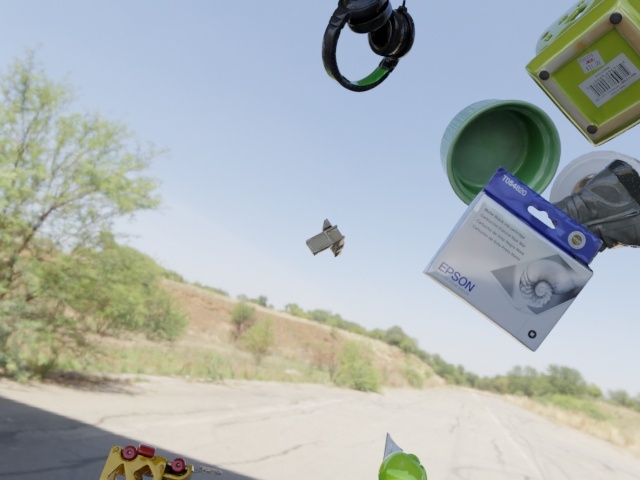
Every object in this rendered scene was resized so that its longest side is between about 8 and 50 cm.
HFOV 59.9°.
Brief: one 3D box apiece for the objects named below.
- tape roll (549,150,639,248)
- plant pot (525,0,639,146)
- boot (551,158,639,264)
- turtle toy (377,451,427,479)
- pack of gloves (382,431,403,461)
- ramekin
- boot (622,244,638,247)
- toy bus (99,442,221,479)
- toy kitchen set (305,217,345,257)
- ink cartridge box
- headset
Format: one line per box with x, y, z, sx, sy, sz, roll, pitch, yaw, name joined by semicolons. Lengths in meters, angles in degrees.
0.826;-0.118;1.623;0.100;0.286;0.286;8;-6;-39;tape roll
0.504;-0.308;0.938;0.227;0.207;0.228;47;-40;-4;plant pot
0.515;-0.005;0.963;0.246;0.161;0.083;50;11;-3;boot
0.056;0.245;0.467;0.066;0.130;0.095;15;-5;-42;turtle toy
0.241;0.685;1.562;0.046;0.232;0.195;-31;-77;27;pack of gloves
0.474;-0.239;1.511;0.303;0.303;0.148;15;20;-10;ramekin
0.849;-0.023;1.389;0.197;0.073;0.152;21;-28;21;boot
-0.338;0.484;1.108;0.202;0.104;0.191;-13;-41;36;toy bus
0.000;0.000;1.147;0.075;0.068;0.083;-28;-22;-16;toy kitchen set
0.320;0.027;0.903;0.223;0.224;0.045;36;-1;1;ink cartridge box
0.142;-0.596;1.483;0.243;0.394;0.185;23;16;-46;headset
